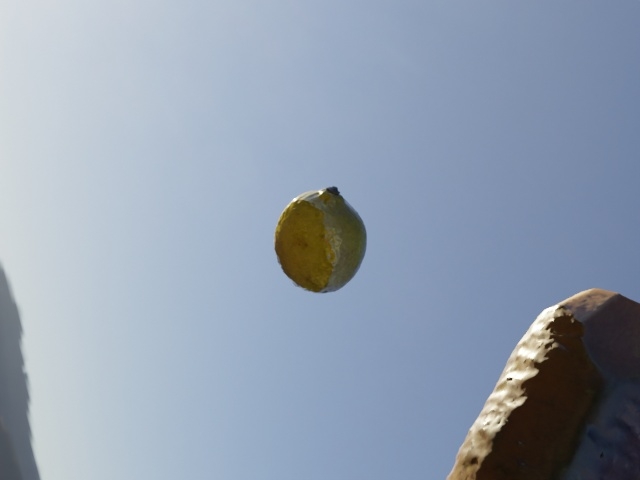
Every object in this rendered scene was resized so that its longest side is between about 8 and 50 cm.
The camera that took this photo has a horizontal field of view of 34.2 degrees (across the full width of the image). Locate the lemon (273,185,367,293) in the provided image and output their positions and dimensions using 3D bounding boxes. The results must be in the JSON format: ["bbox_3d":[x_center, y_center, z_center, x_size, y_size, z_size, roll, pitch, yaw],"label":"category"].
[{"bbox_3d":[0.000,0.000,1.199,0.109,0.109,0.133,48,-52,49],"label":"lemon"}]

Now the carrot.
[{"bbox_3d":[0.041,0.159,0.360,0.066,0.314,0.066,28,-14,8],"label":"carrot"}]
